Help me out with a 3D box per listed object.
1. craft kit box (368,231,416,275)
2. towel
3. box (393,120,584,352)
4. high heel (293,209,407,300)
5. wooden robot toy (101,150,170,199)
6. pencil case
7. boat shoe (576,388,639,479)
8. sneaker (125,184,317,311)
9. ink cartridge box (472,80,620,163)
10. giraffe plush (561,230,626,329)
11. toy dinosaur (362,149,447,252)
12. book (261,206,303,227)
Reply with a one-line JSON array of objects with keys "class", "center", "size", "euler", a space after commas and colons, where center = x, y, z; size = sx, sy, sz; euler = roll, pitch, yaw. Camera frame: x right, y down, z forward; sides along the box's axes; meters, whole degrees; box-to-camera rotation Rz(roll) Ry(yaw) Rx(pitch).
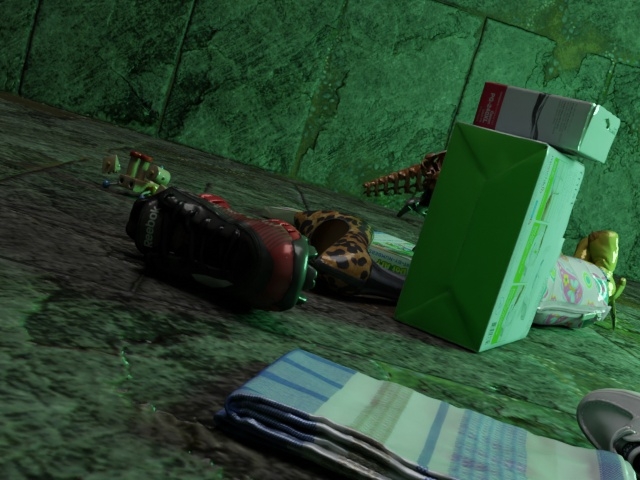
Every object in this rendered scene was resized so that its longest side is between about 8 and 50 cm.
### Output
[{"class": "craft kit box", "center": [0.156, 0.043, 1.410], "size": [0.247, 0.060, 0.250], "euler": [18, 7, 25]}, {"class": "towel", "center": [0.087, 0.141, 0.587], "size": [0.285, 0.034, 0.209], "euler": [18, 7, 12]}, {"class": "box", "center": [0.231, -0.002, 1.101], "size": [0.127, 0.261, 0.231], "euler": [21, 9, 26]}, {"class": "high heel", "center": [0.000, 0.000, 1.182], "size": [0.186, 0.093, 0.261], "euler": [19, 13, -47]}, {"class": "wooden robot toy", "center": [-0.287, -0.099, 1.406], "size": [0.173, 0.076, 0.079], "euler": [22, -2, 33]}, {"class": "pencil case", "center": [0.367, 0.081, 1.359], "size": [0.124, 0.124, 0.284], "euler": [24, 8, 42]}, {"class": "boat shoe", "center": [0.266, 0.174, 0.672], "size": [0.063, 0.066, 0.184], "euler": [14, 18, -33]}, {"class": "sneaker", "center": [-0.117, 0.005, 0.882], "size": [0.135, 0.097, 0.276], "euler": [12, 7, -39]}, {"class": "ink cartridge box", "center": [0.292, -0.152, 1.086], "size": [0.151, 0.063, 0.109], "euler": [22, 8, 35]}, {"class": "giraffe plush", "center": [0.477, 0.075, 1.639], "size": [0.171, 0.181, 0.210], "euler": [7, 42, -1]}, {"class": "toy dinosaur", "center": [0.221, -0.086, 1.291], "size": [0.322, 0.218, 0.164], "euler": [15, 49, -8]}, {"class": "book", "center": [-0.051, -0.050, 1.720], "size": [0.096, 0.035, 0.144], "euler": [16, 6, 17]}]
